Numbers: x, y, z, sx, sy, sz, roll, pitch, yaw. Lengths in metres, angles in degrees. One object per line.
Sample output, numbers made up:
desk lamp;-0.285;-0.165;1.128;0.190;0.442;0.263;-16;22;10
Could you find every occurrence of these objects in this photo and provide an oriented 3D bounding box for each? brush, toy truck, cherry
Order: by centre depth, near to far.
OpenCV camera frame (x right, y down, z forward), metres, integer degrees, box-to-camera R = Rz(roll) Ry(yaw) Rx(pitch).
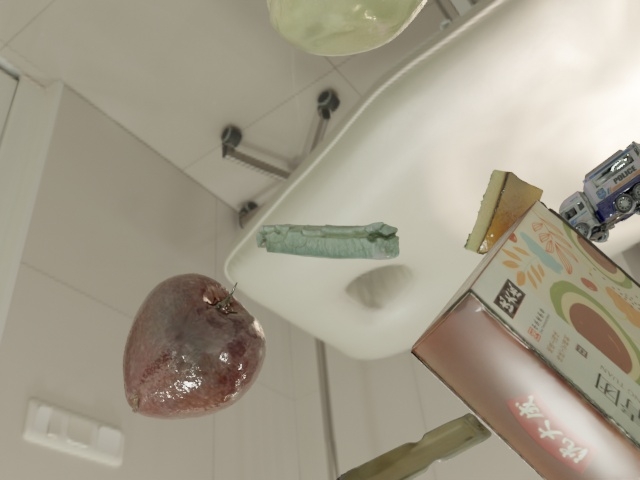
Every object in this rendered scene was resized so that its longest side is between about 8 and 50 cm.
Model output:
brush;0.162;0.374;1.134;0.320;0.060;0.050;-14;131;-34
cherry;-0.237;0.205;1.248;0.307;0.261;0.221;-50;161;1
toy truck;0.725;-0.111;1.676;0.124;0.156;0.268;3;146;-41

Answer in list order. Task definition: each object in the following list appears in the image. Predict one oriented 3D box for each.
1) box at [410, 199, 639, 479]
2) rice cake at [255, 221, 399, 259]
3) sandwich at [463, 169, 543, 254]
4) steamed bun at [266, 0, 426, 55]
box;0.344;0.148;0.894;0.344;0.385;0.122;44;124;9
rice cake;0.000;0.000;1.184;0.066;0.063;0.336;0;180;-40
sandwich;0.423;-0.044;1.515;0.162;0.058;0.193;21;91;-34
steamed bun;0.055;-0.412;0.916;0.232;0.312;0.334;1;-178;-13
